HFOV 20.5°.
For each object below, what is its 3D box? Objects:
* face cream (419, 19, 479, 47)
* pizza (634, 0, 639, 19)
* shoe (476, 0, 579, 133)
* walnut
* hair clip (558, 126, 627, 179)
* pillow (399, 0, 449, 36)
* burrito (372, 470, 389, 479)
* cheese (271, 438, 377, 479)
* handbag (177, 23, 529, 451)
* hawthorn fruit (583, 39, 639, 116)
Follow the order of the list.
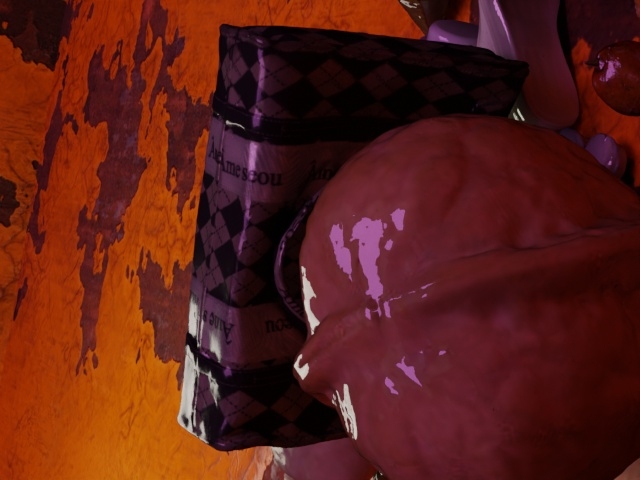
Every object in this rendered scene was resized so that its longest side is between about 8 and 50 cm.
[{"bbox_3d":[0.149,-0.192,1.977,0.091,0.091,0.095,-125,43,-57],"label":"face cream"},{"bbox_3d":[0.371,-0.266,1.564,0.188,0.062,0.199,17,90,53],"label":"pizza"},{"bbox_3d":[0.197,-0.209,1.877,0.110,0.095,0.265,-48,42,50],"label":"shoe"},{"bbox_3d":[0.151,0.064,1.555,0.381,0.381,0.381,-35,50,57],"label":"walnut"},{"bbox_3d":[0.225,-0.003,1.774,0.146,0.075,0.257,-114,33,-41],"label":"hair clip"},{"bbox_3d":[0.092,-0.427,2.041,0.310,0.119,0.312,64,-160,-64],"label":"pillow"},{"bbox_3d":[0.069,0.294,2.030,0.045,0.041,0.185,44,123,51],"label":"burrito"},{"bbox_3d":[0.059,0.109,1.976,0.351,0.129,0.328,-34,42,54],"label":"cheese"},{"bbox_3d":[0.035,0.000,1.774,0.180,0.317,0.416,-148,63,-62],"label":"handbag"},{"bbox_3d":[0.292,-0.153,1.670,0.077,0.077,0.077,-35,50,57],"label":"hawthorn fruit"}]
